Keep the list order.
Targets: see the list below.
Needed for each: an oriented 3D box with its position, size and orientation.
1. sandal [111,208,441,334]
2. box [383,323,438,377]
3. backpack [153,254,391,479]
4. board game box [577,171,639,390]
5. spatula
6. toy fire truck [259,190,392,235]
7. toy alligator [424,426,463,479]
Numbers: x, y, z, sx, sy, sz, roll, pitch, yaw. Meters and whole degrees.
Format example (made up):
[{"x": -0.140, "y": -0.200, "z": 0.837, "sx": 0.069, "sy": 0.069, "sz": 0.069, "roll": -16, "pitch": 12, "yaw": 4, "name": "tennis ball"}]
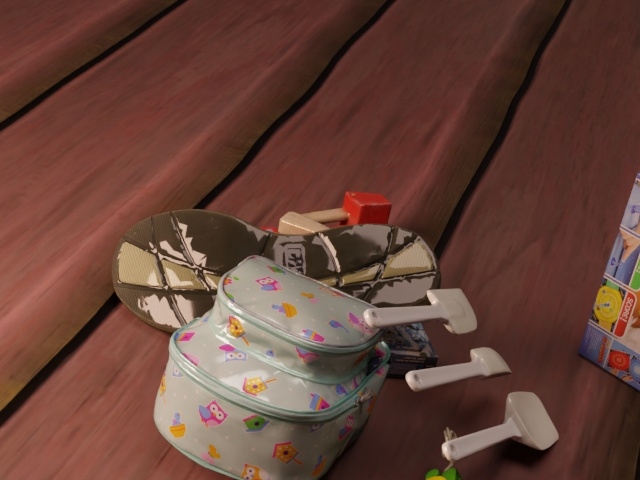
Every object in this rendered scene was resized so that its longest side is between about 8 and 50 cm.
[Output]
[{"x": -0.042, "y": 0.044, "z": 1.403, "sx": 0.302, "sy": 0.086, "sz": 0.120, "roll": 4, "pitch": 68, "yaw": 4, "name": "sandal"}, {"x": 0.046, "y": 0.080, "z": 1.442, "sx": 0.094, "sy": 0.027, "sz": 0.137, "roll": 6, "pitch": 27, "yaw": -17, "name": "box"}, {"x": -0.040, "y": 0.107, "z": 1.222, "sx": 0.165, "sy": 0.144, "sz": 0.188, "roll": 26, "pitch": 31, "yaw": 12, "name": "backpack"}, {"x": 0.331, "y": 0.051, "z": 1.440, "sx": 0.136, "sy": 0.201, "sz": 0.035, "roll": 33, "pitch": 32, "yaw": 34, "name": "board game box"}, {"x": 0.122, "y": 0.112, "z": 1.280, "sx": 0.168, "sy": 0.019, "sz": 0.242, "roll": 61, "pitch": 21, "yaw": 13, "name": "spatula"}, {"x": 0.000, "y": 0.000, "z": 1.559, "sx": 0.192, "sy": 0.047, "sz": 0.135, "roll": -1, "pitch": 29, "yaw": -26, "name": "toy fire truck"}, {"x": 0.087, "y": 0.211, "z": 1.180, "sx": 0.051, "sy": 0.056, "sz": 0.190, "roll": -25, "pitch": 23, "yaw": 13, "name": "toy alligator"}]
